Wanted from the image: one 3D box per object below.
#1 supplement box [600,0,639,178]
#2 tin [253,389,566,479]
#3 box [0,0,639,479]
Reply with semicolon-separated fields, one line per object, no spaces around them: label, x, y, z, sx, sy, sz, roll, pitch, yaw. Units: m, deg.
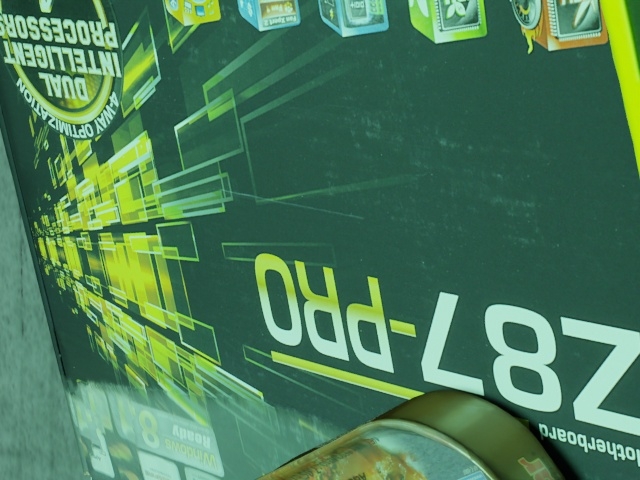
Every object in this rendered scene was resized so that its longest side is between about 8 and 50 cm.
supplement box;0.189;-0.086;0.336;0.194;0.195;0.356;14;127;54
tin;0.031;0.122;0.610;0.189;0.040;0.106;-34;82;52
box;0.015;-0.006;0.657;0.395;0.097;0.318;13;122;44
